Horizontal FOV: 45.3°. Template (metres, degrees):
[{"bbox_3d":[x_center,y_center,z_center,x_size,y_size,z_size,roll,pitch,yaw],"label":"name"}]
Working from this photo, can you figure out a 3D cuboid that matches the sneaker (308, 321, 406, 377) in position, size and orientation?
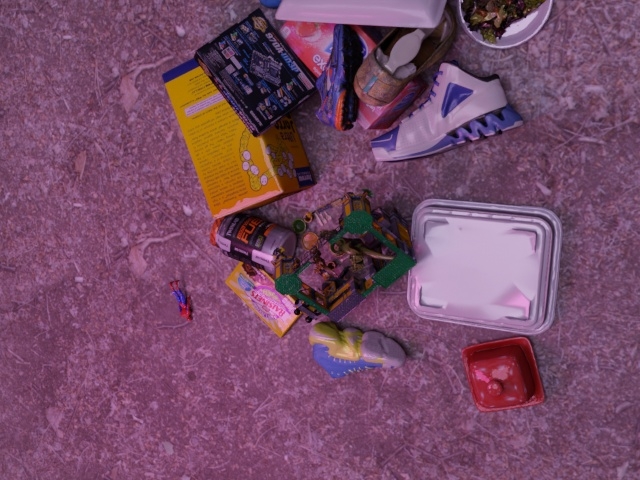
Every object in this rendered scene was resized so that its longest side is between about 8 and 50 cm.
[{"bbox_3d":[0.085,0.277,1.830,0.240,0.091,0.126,18,124,19],"label":"sneaker"}]

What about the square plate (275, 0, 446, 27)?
[{"bbox_3d":[0.111,-0.580,1.573,0.347,0.049,0.344,9,61,21],"label":"square plate"}]

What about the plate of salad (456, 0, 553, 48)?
[{"bbox_3d":[0.378,-0.498,1.586,0.200,0.048,0.199,4,101,22],"label":"plate of salad"}]

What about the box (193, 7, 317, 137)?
[{"bbox_3d":[-0.136,-0.359,1.644,0.175,0.051,0.220,-40,96,-15],"label":"box"}]

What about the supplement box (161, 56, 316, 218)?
[{"bbox_3d":[-0.185,-0.255,1.785,0.195,0.194,0.356,-20,91,25],"label":"supplement box"}]

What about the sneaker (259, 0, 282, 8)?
[{"bbox_3d":[-0.056,-0.575,1.741,0.209,0.082,0.069,-3,99,25],"label":"sneaker"}]

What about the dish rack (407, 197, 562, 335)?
[{"bbox_3d":[0.346,0.061,1.681,0.333,0.072,0.285,7,102,23],"label":"dish rack"}]

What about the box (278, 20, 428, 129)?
[{"bbox_3d":[0.073,-0.395,1.677,0.142,0.154,0.300,-45,79,22],"label":"box"}]

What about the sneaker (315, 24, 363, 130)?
[{"bbox_3d":[0.028,-0.339,1.579,0.087,0.083,0.221,10,98,29],"label":"sneaker"}]

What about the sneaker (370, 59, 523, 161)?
[{"bbox_3d":[0.257,-0.282,1.642,0.316,0.127,0.182,-16,89,18],"label":"sneaker"}]

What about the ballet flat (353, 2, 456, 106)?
[{"bbox_3d":[0.192,-0.400,1.534,0.123,0.348,0.123,29,149,19],"label":"ballet flat"}]

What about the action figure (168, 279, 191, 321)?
[{"bbox_3d":[-0.363,0.160,2.020,0.038,0.030,0.115,-14,98,30],"label":"action figure"}]

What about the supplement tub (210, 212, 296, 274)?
[{"bbox_3d":[-0.164,0.001,1.860,0.190,0.117,0.117,20,106,18],"label":"supplement tub"}]

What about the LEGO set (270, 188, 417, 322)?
[{"bbox_3d":[0.050,0.012,1.714,0.255,0.192,0.331,28,119,-22],"label":"LEGO set"}]

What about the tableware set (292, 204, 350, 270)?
[{"bbox_3d":[0.000,0.000,1.841,0.104,0.024,0.154,-34,85,24],"label":"tableware set"}]

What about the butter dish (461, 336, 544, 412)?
[{"bbox_3d":[0.390,0.306,1.674,0.160,0.118,0.160,-14,92,25],"label":"butter dish"}]

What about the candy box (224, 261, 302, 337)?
[{"bbox_3d":[-0.138,0.137,1.921,0.206,0.027,0.105,43,114,11],"label":"candy box"}]
